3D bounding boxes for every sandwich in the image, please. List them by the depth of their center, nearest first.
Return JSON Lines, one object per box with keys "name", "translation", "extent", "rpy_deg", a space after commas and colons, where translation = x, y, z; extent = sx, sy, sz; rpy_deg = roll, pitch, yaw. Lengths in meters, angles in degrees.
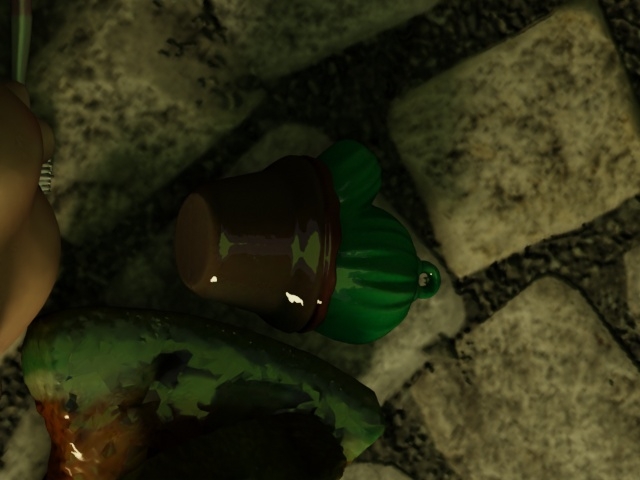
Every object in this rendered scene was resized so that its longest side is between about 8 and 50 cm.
{"name": "sandwich", "translation": [-0.112, 0.195, 1.024], "extent": [0.250, 0.162, 0.301], "rpy_deg": [23, 88, -14]}

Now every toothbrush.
{"name": "toothbrush", "translation": [-0.197, -0.171, 1.024], "extent": [0.025, 0.020, 0.286], "rpy_deg": [-6, 99, -24]}

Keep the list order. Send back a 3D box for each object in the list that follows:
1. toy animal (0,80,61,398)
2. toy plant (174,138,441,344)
{"name": "toy animal", "translation": [-0.303, -0.011, 0.888], "extent": [0.326, 0.237, 0.269], "rpy_deg": [-29, 110, -27]}
{"name": "toy plant", "translation": [0.000, 0.000, 1.067], "extent": [0.200, 0.105, 0.143], "rpy_deg": [4, 84, -34]}
